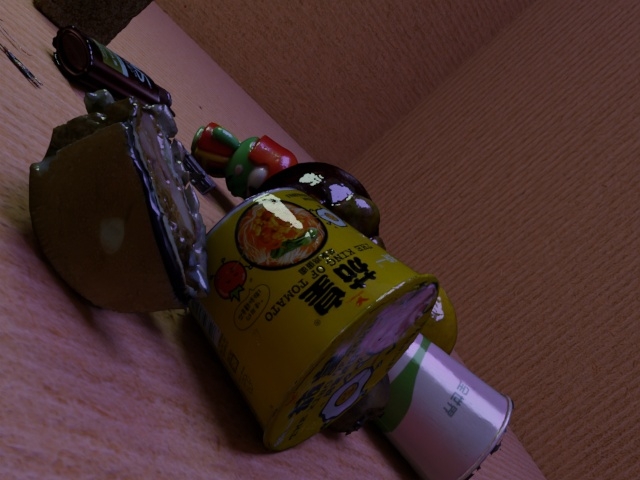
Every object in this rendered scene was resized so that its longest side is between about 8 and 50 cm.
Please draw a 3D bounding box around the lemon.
[{"bbox_3d":[0.214,0.206,1.558,0.285,0.285,0.316,45,40,-25],"label":"lemon"}]

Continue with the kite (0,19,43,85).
[{"bbox_3d":[-0.560,-0.353,1.009,0.244,0.006,0.198,47,10,-14],"label":"kite"}]

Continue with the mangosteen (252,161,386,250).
[{"bbox_3d":[0.000,0.000,1.240,0.307,0.307,0.347,41,-4,-40],"label":"mangosteen"}]

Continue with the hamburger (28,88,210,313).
[{"bbox_3d":[-0.250,-0.041,0.738,0.167,0.192,0.288,-21,96,-74],"label":"hamburger"}]

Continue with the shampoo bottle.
[{"bbox_3d":[-0.439,-0.352,1.321,0.129,0.084,0.323,55,10,15],"label":"shampoo bottle"}]

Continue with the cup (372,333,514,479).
[{"bbox_3d":[0.206,0.323,1.217,0.274,0.253,0.253,43,10,2],"label":"cup"}]

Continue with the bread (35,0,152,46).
[{"bbox_3d":[-0.514,-0.574,1.382,0.184,0.234,0.111,43,14,-37],"label":"bread"}]

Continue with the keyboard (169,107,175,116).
[{"bbox_3d":[-0.464,-0.387,1.535,0.106,0.016,0.262,53,10,18],"label":"keyboard"}]

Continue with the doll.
[{"bbox_3d":[-0.140,-0.161,1.457,0.363,0.183,0.160,31,53,4],"label":"doll"}]

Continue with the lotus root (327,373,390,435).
[{"bbox_3d":[0.016,0.197,1.063,0.275,0.152,0.160,54,15,28],"label":"lotus root"}]

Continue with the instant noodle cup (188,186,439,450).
[{"bbox_3d":[-0.028,0.096,0.866,0.254,0.326,0.325,43,6,25],"label":"instant noodle cup"}]

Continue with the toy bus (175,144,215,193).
[{"bbox_3d":[-0.296,-0.166,1.386,0.131,0.037,0.052,50,8,0],"label":"toy bus"}]
